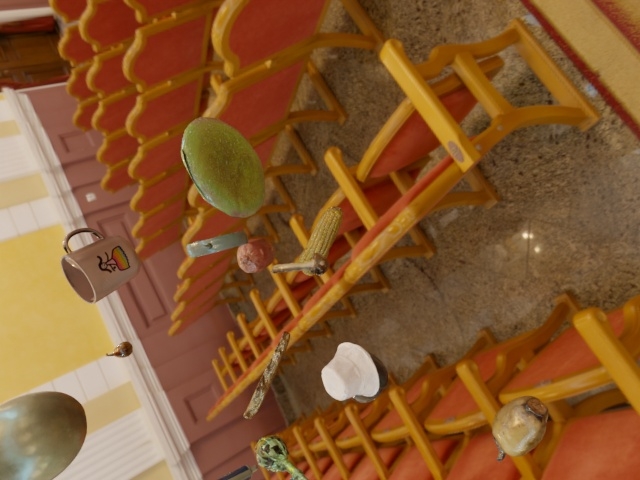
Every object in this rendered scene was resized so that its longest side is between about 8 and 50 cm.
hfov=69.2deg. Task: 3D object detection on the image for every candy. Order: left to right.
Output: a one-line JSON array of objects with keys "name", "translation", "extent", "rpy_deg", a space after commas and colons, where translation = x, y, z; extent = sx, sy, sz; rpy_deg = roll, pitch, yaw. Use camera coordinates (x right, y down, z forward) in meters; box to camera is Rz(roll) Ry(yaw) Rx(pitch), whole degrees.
[{"name": "candy", "translation": [-0.051, 0.595, 1.172], "extent": [0.306, 0.083, 0.091], "rpy_deg": [20, 137, 37]}]

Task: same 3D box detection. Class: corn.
[{"name": "corn", "translation": [0.001, 0.003, 1.811], "extent": [0.102, 0.102, 0.312], "rpy_deg": [43, 121, 35]}]

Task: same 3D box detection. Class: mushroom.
[{"name": "mushroom", "translation": [-0.063, 0.070, 1.307], "extent": [0.187, 0.060, 0.061], "rpy_deg": [-4, 74, 24]}]

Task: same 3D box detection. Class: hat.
[{"name": "hat", "translation": [0.085, 0.451, 1.543], "extent": [0.203, 0.126, 0.203], "rpy_deg": [21, 120, 42]}]

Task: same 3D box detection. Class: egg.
[{"name": "egg", "translation": [-0.818, 0.562, 1.288], "extent": [0.258, 0.352, 0.258], "rpy_deg": [54, -165, -21]}]

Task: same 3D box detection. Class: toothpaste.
[{"name": "toothpaste", "translation": [-0.229, 0.573, 1.090], "extent": [0.057, 0.197, 0.034], "rpy_deg": [-35, 70, 42]}]

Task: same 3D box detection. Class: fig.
[{"name": "fig", "translation": [-0.626, 0.345, 1.443], "extent": [0.050, 0.083, 0.050], "rpy_deg": [162, 90, -81]}]

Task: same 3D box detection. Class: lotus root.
[{"name": "lotus root", "translation": [0.518, 0.500, 1.231], "extent": [0.118, 0.125, 0.220], "rpy_deg": [46, 129, 29]}]

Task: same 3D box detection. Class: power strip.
[{"name": "power strip", "translation": [-0.289, 0.008, 1.341], "extent": [0.137, 0.216, 0.044], "rpy_deg": [-13, 93, 23]}]

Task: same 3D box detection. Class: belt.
[{"name": "belt", "translation": [0.179, 0.576, 1.958], "extent": [0.116, 0.206, 0.267], "rpy_deg": [38, 169, -25]}]

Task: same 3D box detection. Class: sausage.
[{"name": "sausage", "translation": [-0.263, 0.059, 1.912], "extent": [0.148, 0.148, 0.254], "rpy_deg": [66, -168, 2]}]

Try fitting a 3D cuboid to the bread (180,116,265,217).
[{"name": "bread", "translation": [-0.252, -0.205, 1.252], "extent": [0.045, 0.301, 0.301], "rpy_deg": [-24, 89, 30]}]

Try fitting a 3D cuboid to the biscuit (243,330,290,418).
[{"name": "biscuit", "translation": [-0.136, 0.358, 1.255], "extent": [0.031, 0.228, 0.176], "rpy_deg": [25, -174, 2]}]

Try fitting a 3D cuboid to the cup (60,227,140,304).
[{"name": "cup", "translation": [-0.785, 0.066, 1.643], "extent": [0.192, 0.200, 0.252], "rpy_deg": [-20, 104, 45]}]
